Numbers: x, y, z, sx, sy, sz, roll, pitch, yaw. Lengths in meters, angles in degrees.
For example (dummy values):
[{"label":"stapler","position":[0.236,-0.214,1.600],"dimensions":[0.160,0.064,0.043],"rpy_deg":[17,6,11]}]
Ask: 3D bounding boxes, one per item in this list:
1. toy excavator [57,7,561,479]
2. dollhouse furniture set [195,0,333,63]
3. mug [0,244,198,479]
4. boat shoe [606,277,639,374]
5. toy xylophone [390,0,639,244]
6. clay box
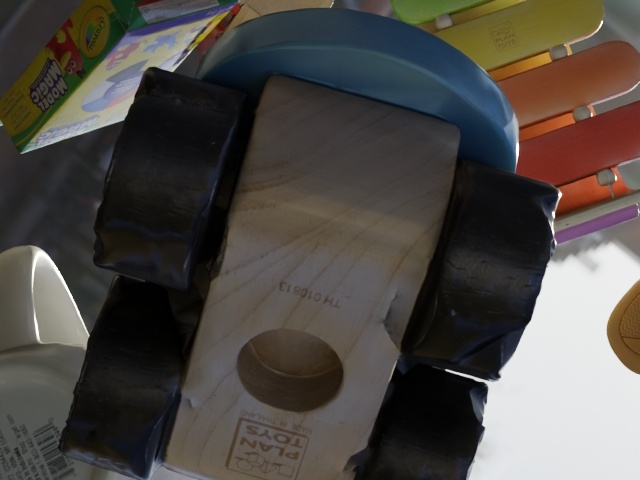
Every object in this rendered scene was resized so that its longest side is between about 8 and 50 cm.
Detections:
[{"label":"toy excavator","position":[0.000,0.000,1.163],"dimensions":[0.445,0.222,0.433],"rpy_deg":[-75,-179,-51]},{"label":"dollhouse furniture set","position":[-0.100,-0.210,1.865],"dimensions":[0.135,0.262,0.259],"rpy_deg":[-57,-159,-8]},{"label":"mug","position":[-0.212,0.182,1.556],"dimensions":[0.276,0.374,0.328],"rpy_deg":[-16,156,5]},{"label":"boat shoe","position":[0.352,0.024,1.514],"dimensions":[0.277,0.098,0.096],"rpy_deg":[-30,178,-4]},{"label":"toy xylophone","position":[0.111,-0.129,1.408],"dimensions":[0.236,0.323,0.081],"rpy_deg":[-27,169,-4]},{"label":"clay box","position":[-0.177,-0.144,1.536],"dimensions":[0.127,0.053,0.222],"rpy_deg":[-23,167,-43]}]
